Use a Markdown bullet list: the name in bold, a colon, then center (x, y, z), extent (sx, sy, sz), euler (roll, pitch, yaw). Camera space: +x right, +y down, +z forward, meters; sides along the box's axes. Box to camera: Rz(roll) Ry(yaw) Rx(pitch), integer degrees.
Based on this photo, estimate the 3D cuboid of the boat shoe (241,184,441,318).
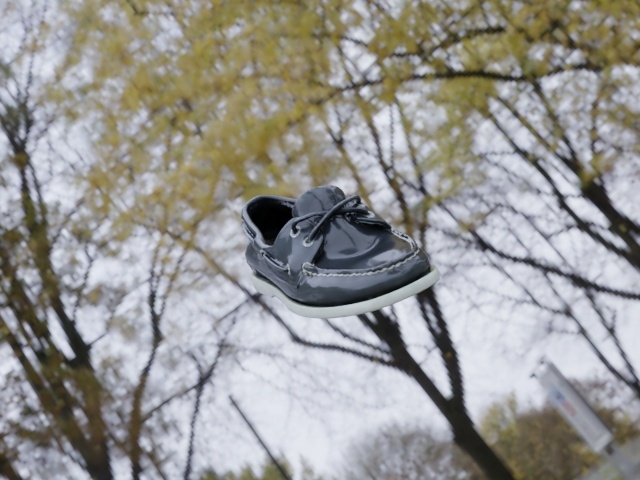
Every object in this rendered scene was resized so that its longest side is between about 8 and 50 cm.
- **boat shoe**: center (0.003, -0.002, 1.168), extent (0.127, 0.113, 0.340), euler (-21, 12, -17)
